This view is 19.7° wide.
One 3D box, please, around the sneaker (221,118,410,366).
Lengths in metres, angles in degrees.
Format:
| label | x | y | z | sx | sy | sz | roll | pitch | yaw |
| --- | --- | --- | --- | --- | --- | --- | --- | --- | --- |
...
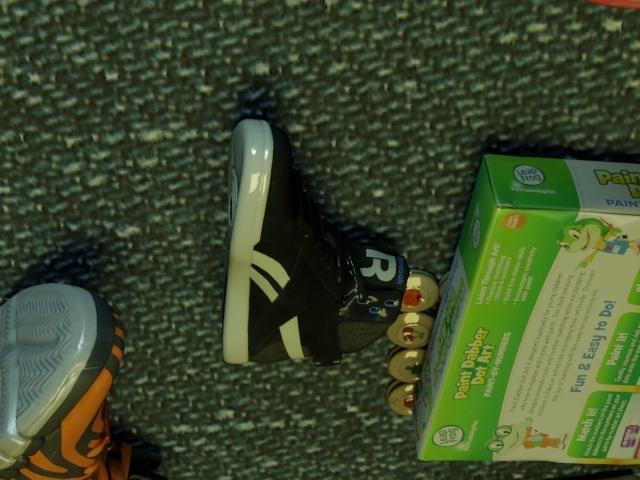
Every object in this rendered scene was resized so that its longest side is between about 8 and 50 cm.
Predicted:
| label | x | y | z | sx | sy | sz | roll | pitch | yaw |
| --- | --- | --- | --- | --- | --- | --- | --- | --- | --- |
| sneaker | 0.000 | 0.000 | 1.172 | 0.121 | 0.079 | 0.217 | 0 | 143 | -6 |

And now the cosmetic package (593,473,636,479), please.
| label | x | y | z | sx | sy | sz | roll | pitch | yaw |
| --- | --- | --- | --- | --- | --- | --- | --- | --- | --- |
| cosmetic package | 0.084 | 0.318 | 1.430 | 0.365 | 0.155 | 0.197 | -12 | 135 | 8 |

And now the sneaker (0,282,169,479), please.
| label | x | y | z | sx | sy | sz | roll | pitch | yaw |
| --- | --- | --- | --- | --- | --- | --- | --- | --- | --- |
| sneaker | -0.168 | 0.143 | 1.290 | 0.180 | 0.125 | 0.321 | 18 | 143 | -23 |

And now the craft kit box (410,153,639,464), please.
| label | x | y | z | sx | sy | sz | roll | pitch | yaw |
| --- | --- | --- | --- | --- | --- | --- | --- | --- | --- |
| craft kit box | 0.203 | 0.056 | 1.228 | 0.246 | 0.061 | 0.250 | 1 | 135 | -12 |

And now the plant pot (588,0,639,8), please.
| label | x | y | z | sx | sy | sz | roll | pitch | yaw |
| --- | --- | --- | --- | --- | --- | --- | --- | --- | --- |
| plant pot | 0.157 | -0.232 | 0.866 | 0.191 | 0.174 | 0.191 | 0 | 135 | 0 |

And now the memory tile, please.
| label | x | y | z | sx | sy | sz | roll | pitch | yaw |
| --- | --- | --- | --- | --- | --- | --- | --- | --- | --- |
| memory tile | 0.102 | 0.072 | 1.283 | 0.113 | 0.012 | 0.148 | -2 | 135 | 1 |
